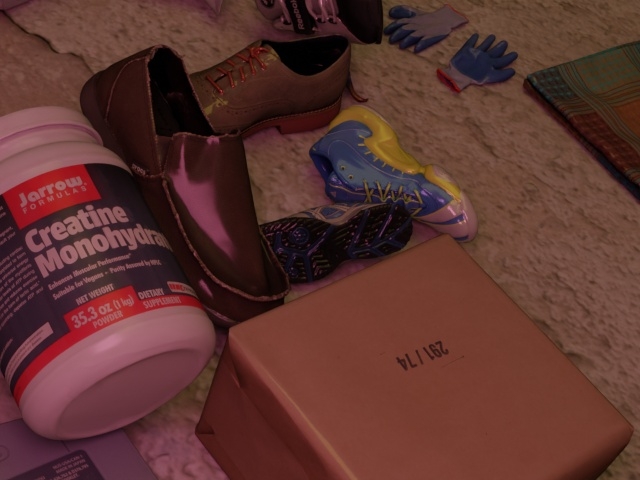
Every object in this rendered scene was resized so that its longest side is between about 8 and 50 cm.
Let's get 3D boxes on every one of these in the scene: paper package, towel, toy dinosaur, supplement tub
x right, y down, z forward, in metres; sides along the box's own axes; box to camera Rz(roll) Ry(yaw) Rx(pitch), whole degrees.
[{"bbox_3d":[0.091,0.185,1.332,0.325,0.168,0.309,-22,58,-37],"label":"paper package"},{"bbox_3d":[0.513,-0.200,1.970,0.370,0.040,0.271,-19,56,-35],"label":"towel"},{"bbox_3d":[0.022,-0.231,1.826,0.090,0.047,0.082,44,26,-25],"label":"toy dinosaur"},{"bbox_3d":[-0.235,0.030,1.239,0.191,0.191,0.272,-17,65,-33],"label":"supplement tub"}]

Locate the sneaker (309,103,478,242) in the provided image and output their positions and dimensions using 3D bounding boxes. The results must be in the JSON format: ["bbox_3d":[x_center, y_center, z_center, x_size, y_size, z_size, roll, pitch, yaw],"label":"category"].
[{"bbox_3d":[0.080,-0.060,1.646,0.126,0.091,0.240,-36,65,-22],"label":"sneaker"}]

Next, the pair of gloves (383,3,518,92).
[{"bbox_3d":[0.191,-0.292,1.948,0.198,0.023,0.159,43,47,20],"label":"pair of gloves"}]

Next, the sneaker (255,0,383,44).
[{"bbox_3d":[-0.008,-0.320,1.778,0.146,0.122,0.330,-10,14,-12],"label":"sneaker"}]

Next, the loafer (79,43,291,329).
[{"bbox_3d":[-0.140,-0.065,1.448,0.134,0.130,0.366,-14,66,-52],"label":"loafer"}]

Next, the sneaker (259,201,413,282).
[{"bbox_3d":[0.000,0.000,1.560,0.211,0.080,0.081,-8,11,-16],"label":"sneaker"}]

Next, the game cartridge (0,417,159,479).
[{"bbox_3d":[-0.285,0.264,1.191,0.297,0.062,0.198,-20,52,-35],"label":"game cartridge"}]

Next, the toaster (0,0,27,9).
[{"bbox_3d":[-0.417,-0.401,1.747,0.146,0.129,0.227,39,44,12],"label":"toaster"}]

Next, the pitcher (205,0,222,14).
[{"bbox_3d":[-0.207,-0.417,1.862,0.207,0.125,0.178,29,22,-7],"label":"pitcher"}]

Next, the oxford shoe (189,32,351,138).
[{"bbox_3d":[-0.112,-0.196,1.655,0.348,0.130,0.123,-20,57,-35],"label":"oxford shoe"}]
